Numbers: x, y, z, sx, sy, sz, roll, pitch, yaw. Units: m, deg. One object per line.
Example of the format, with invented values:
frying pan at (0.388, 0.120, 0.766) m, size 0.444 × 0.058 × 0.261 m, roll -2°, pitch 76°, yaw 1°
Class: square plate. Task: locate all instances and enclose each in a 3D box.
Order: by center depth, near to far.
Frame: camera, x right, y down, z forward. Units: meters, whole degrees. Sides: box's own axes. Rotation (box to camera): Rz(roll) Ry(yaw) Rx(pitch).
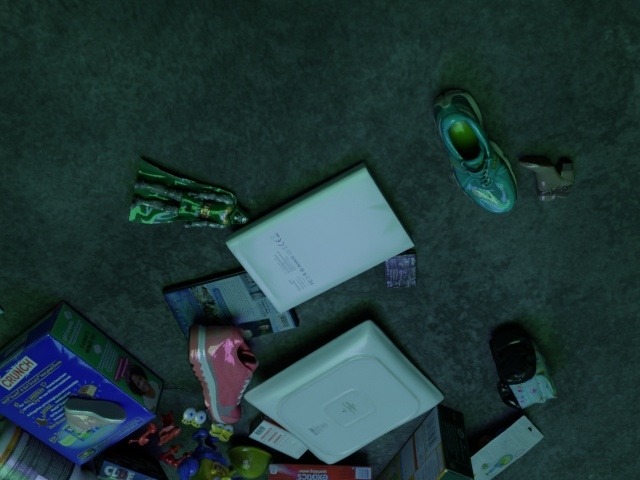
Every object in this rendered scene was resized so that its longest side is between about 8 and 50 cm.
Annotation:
square plate at (0.063, 0.367, 1.891) m, size 0.344 × 0.049 × 0.347 m, roll -33°, pitch 126°, yaw 14°

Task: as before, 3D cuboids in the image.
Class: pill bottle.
pill bottle at (-0.684, 0.561, 2.009) m, size 0.162 × 0.162 × 0.278 m, roll -40°, pitch 114°, yaw 23°

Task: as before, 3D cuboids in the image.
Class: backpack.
backpack at (0.448, 0.294, 1.828) m, size 0.115 × 0.152 × 0.182 m, roll -15°, pitch 135°, yaw 21°

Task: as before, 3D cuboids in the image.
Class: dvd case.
dvd case at (-0.193, 0.145, 1.808) m, size 0.253 × 0.022 × 0.180 m, roll -15°, pitch 121°, yaw 11°

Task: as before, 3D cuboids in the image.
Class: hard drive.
hard drive at (0.000, 0.000, 1.683) m, size 0.319 × 0.040 × 0.210 m, roll -28°, pitch 119°, yaw 13°

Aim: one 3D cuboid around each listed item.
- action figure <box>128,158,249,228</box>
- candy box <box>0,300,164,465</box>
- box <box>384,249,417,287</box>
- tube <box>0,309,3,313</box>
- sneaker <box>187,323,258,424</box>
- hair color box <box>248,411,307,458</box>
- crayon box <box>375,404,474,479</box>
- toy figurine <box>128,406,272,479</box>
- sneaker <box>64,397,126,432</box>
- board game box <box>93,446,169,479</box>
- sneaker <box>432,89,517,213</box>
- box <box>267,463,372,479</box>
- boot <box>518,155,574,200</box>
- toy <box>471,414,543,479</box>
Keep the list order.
action figure at (-0.253, -0.070, 1.645) m, size 0.232 × 0.063 × 0.137 m, roll 11°, pitch 120°, yaw -11°
candy box at (-0.563, 0.329, 1.875) m, size 0.268 × 0.122 × 0.317 m, roll -34°, pitch 119°, yaw 21°
box at (0.168, 0.060, 1.747) m, size 0.067 × 0.018 × 0.083 m, roll -5°, pitch 123°, yaw 4°
tube at (-0.806, 0.166, 1.820) m, size 0.207 × 0.052 × 0.080 m, roll -22°, pitch 130°, yaw 8°
sneaker at (-0.197, 0.303, 1.841) m, size 0.136 × 0.116 × 0.313 m, roll -9°, pitch 133°, yaw 3°
hair color box at (-0.094, 0.466, 2.007) m, size 0.141 × 0.043 × 0.072 m, roll 30°, pitch 119°, yaw -19°
crayon box at (0.236, 0.574, 1.979) m, size 0.083 × 0.203 × 0.323 m, roll 24°, pitch 121°, yaw -14°
toy figurine at (-0.256, 0.560, 1.913) m, size 0.191 × 0.217 × 0.362 m, roll -33°, pitch 135°, yaw 17°
sneaker at (-0.490, 0.387, 1.812) m, size 0.134 × 0.051 × 0.070 m, roll 11°, pitch 123°, yaw -5°
board game box at (-0.447, 0.541, 1.963) m, size 0.165 × 0.243 × 0.042 m, roll 25°, pitch 80°, yaw -15°
sneaker at (0.285, -0.148, 1.553) m, size 0.107 × 0.110 × 0.275 m, roll -27°, pitch 120°, yaw 18°
box at (-0.002, 0.622, 2.036) m, size 0.257 × 0.128 × 0.122 m, roll 1°, pitch 154°, yaw -1°
boot at (0.435, -0.117, 1.612) m, size 0.119 × 0.042 × 0.087 m, roll 4°, pitch 126°, yaw -1°
toy at (0.410, 0.508, 2.007) m, size 0.237 × 0.056 × 0.137 m, roll -43°, pitch 133°, yaw 3°
